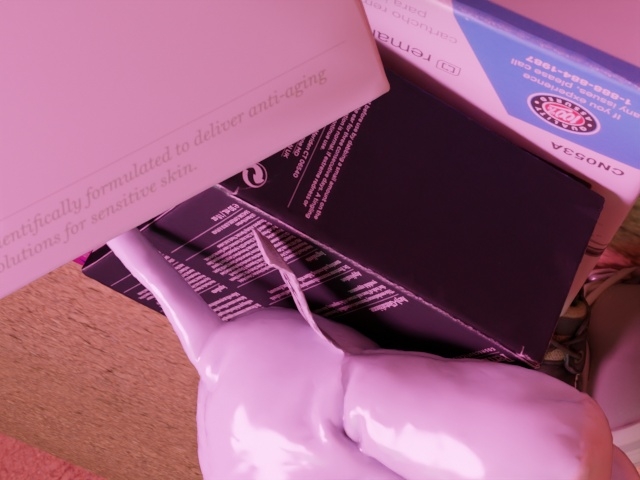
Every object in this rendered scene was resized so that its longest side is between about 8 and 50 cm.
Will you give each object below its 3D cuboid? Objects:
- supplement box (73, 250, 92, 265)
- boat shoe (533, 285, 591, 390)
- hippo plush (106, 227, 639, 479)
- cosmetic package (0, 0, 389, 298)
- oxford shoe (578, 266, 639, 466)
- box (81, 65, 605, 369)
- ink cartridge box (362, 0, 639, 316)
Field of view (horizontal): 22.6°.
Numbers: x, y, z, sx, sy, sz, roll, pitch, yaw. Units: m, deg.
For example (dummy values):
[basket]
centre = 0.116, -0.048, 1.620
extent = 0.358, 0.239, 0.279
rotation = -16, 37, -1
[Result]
[supplement box]
centre = -0.182, -0.054, 1.294
extent = 0.111, 0.114, 0.220
rotation = 21, 165, 29
[boat shoe]
centre = 0.140, 0.051, 1.056
extent = 0.080, 0.224, 0.073
rotation = 3, 167, -32
[hippo plush]
centre = 0.009, 0.168, 0.776
extent = 0.234, 0.237, 0.294
rotation = 8, 156, 41
[cosmetic package]
centre = -0.146, -0.133, 0.728
extent = 0.365, 0.197, 0.155
rotation = 41, 156, 58
[oxford shoe]
centre = 0.194, 0.083, 1.165
extent = 0.130, 0.169, 0.449
rotation = 61, 153, -3
[box]
centre = 0.000, 0.000, 0.858
extent = 0.184, 0.103, 0.261
rotation = 32, 160, -13
[ink cartridge box]
centre = 0.080, -0.098, 0.858
extent = 0.223, 0.129, 0.307
rotation = 24, 161, 6
